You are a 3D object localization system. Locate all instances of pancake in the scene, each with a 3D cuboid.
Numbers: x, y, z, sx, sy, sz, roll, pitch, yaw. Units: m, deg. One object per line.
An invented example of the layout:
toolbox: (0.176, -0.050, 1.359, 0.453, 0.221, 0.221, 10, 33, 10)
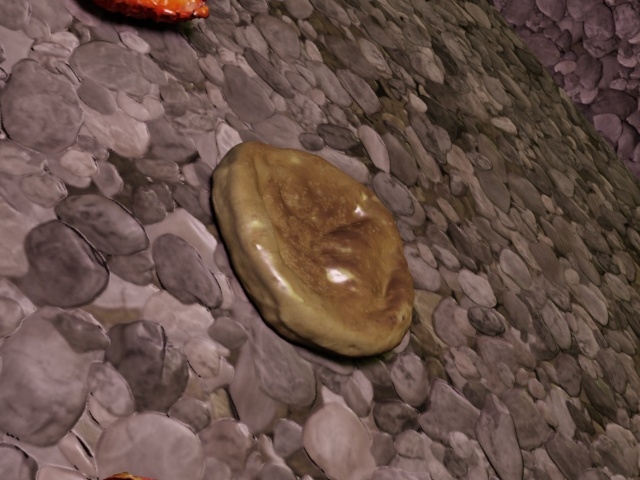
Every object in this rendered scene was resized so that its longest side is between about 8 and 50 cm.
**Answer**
pancake: (0.000, 0.000, 0.898, 0.294, 0.049, 0.295, 28, 39, -26)

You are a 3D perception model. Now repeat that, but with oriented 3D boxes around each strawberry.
strawberry: (-0.219, -0.300, 0.931, 0.188, 0.082, 0.121, 21, 62, -49)

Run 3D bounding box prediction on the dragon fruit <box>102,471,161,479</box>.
dragon fruit: (-0.110, 0.209, 0.584, 0.131, 0.063, 0.097, 5, 85, -46)
